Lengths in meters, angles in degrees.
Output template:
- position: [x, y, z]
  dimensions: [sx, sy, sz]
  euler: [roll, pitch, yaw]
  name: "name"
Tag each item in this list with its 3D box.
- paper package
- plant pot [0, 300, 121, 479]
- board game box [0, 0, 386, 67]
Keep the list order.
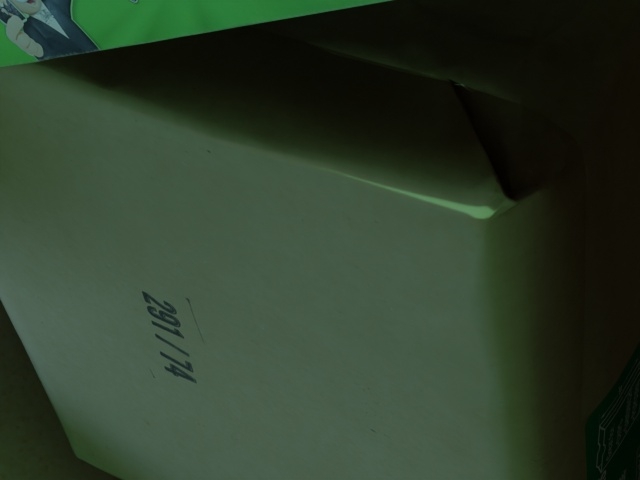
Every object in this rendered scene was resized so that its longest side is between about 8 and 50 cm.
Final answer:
- position: [0.000, 0.000, 0.664]
  dimensions: [0.310, 0.168, 0.324]
  euler: [20, 144, 28]
  name: "paper package"
- position: [-0.235, 0.086, 0.917]
  dimensions: [0.334, 0.334, 0.305]
  euler: [-15, 110, 54]
  name: "plant pot"
- position: [0.034, -0.139, 0.397]
  dimensions: [0.317, 0.213, 0.046]
  euler: [-1, 132, 46]
  name: "board game box"
